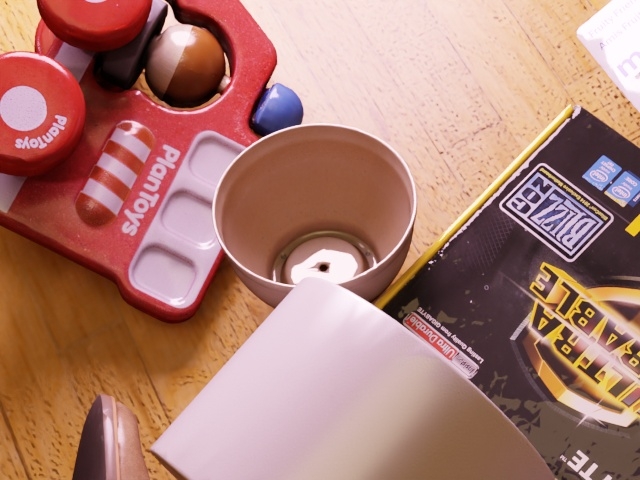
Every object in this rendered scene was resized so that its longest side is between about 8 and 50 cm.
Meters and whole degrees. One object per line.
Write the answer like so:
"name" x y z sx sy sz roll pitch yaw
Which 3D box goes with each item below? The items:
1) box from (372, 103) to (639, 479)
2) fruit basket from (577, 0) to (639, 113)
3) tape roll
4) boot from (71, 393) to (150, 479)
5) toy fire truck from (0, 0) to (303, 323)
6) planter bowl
"box" 0.236 0.081 1.082 0.257 0.079 0.322 -44 66 -13
"fruit basket" 0.402 -0.157 1.038 0.327 0.165 0.353 -39 59 14
"tape roll" 0.024 0.166 0.986 0.246 0.246 0.169 36 76 23
"boot" -0.128 0.261 1.069 0.115 0.112 0.305 1 57 -23
"toy fire truck" -0.157 -0.107 1.209 0.253 0.169 0.302 28 72 -5
"planter bowl" 0.000 0.000 1.134 0.162 0.109 0.162 -3 55 4
